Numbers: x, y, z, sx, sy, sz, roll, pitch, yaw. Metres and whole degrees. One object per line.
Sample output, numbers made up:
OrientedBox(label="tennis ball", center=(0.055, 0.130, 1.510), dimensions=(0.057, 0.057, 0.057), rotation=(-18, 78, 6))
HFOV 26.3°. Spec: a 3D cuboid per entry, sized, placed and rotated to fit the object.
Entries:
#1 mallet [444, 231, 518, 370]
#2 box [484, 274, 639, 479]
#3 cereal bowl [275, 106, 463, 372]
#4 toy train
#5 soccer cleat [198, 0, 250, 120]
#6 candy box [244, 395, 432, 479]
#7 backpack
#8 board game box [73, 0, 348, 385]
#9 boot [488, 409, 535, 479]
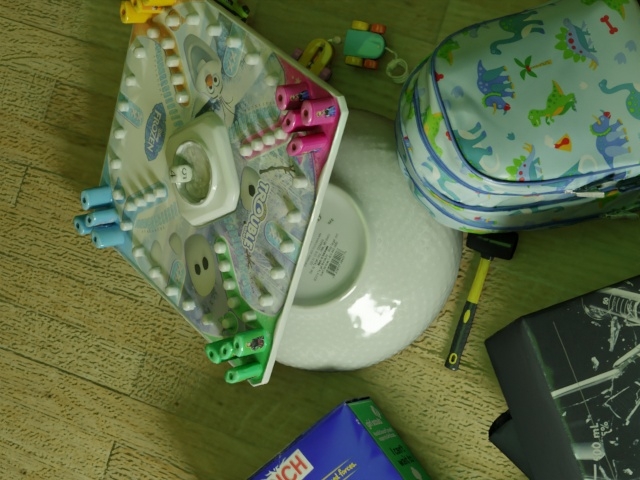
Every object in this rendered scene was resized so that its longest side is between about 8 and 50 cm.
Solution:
OrientedBox(label="mallet", center=(0.183, 0.066, 1.706), dimensions=(0.062, 0.039, 0.190), rotation=(26, 96, 15))
OrientedBox(label="box", center=(0.397, 0.207, 1.505), dimensions=(0.312, 0.179, 0.343), rotation=(-19, 80, -10))
OrientedBox(label="cereal bowl", center=(0.000, 0.000, 1.686), dimensions=(0.338, 0.141, 0.339), rotation=(0, 92, 15))
OrientedBox(label="toy train", center=(0.030, -0.209, 1.767), dimensions=(0.166, 0.046, 0.125), rotation=(-29, 83, 12))
OrientedBox(label="soccer cleat", center=(-0.143, -0.232, 1.749), dimensions=(0.121, 0.093, 0.289), rotation=(-43, 44, 29))
OrientedBox(label="candy box", center=(0.039, 0.395, 1.670), dimensions=(0.268, 0.122, 0.317), rotation=(-40, 78, 10))
OrientedBox(label="backpack", center=(0.258, -0.147, 1.569), dimensions=(0.355, 0.273, 0.290), rotation=(-15, 83, 9))
OrientedBox(label="board game box", center=(-0.153, -0.081, 1.647), dimensions=(0.390, 0.050, 0.390), rotation=(40, 125, 36))
OrientedBox(label="boot", center=(0.271, 0.299, 1.626), dimensions=(0.207, 0.094, 0.246), rotation=(44, 90, 11))
